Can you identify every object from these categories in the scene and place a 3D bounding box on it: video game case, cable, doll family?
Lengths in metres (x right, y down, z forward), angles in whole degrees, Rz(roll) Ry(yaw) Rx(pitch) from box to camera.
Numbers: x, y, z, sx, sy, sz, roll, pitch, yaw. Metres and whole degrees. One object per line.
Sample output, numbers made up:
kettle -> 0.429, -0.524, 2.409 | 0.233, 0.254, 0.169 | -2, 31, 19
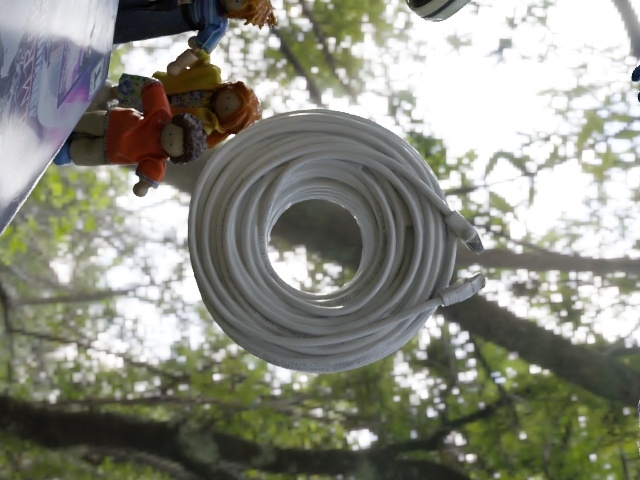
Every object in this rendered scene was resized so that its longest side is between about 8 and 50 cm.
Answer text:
video game case -> -0.147, -0.120, 0.673 | 0.274, 0.026, 0.196 | -78, -178, -59
cable -> 0.000, 0.000, 1.232 | 0.257, 0.257, 0.089 | 57, -7, 4
doll family -> -0.118, -0.165, 1.048 | 0.163, 0.118, 0.262 | 2, -89, 27

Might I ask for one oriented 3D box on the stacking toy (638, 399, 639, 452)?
stacking toy -> 0.245, 0.116, 0.733 | 0.302, 0.166, 0.175 | -86, 158, -53

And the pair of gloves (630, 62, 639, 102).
pair of gloves -> 0.397, -0.176, 1.194 | 0.198, 0.159, 0.023 | 8, -39, 41

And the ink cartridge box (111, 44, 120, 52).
ink cartridge box -> -0.317, -0.315, 1.276 | 0.115, 0.273, 0.198 | -37, -125, 27

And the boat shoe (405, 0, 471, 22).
boat shoe -> 0.127, -0.479, 1.596 | 0.187, 0.156, 0.500 | -33, -135, 41
